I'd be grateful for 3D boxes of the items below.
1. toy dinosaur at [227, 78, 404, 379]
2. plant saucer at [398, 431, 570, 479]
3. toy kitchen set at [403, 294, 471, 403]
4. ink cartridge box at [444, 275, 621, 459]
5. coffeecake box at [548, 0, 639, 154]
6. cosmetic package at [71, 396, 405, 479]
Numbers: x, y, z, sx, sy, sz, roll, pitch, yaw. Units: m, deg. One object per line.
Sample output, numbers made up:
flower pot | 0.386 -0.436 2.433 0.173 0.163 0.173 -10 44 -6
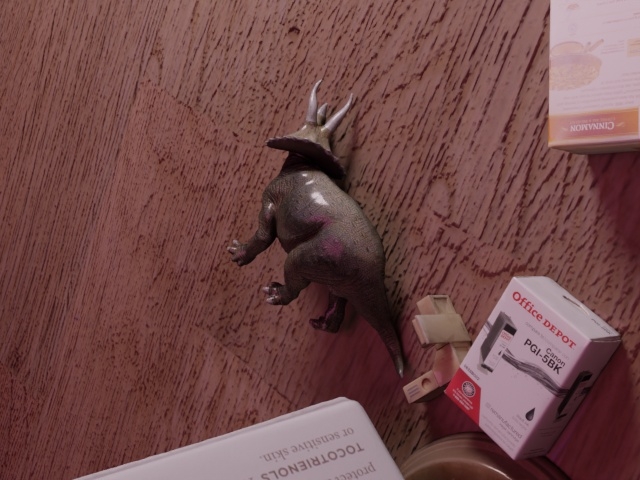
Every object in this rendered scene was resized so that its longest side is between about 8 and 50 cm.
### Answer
toy dinosaur | 0.000 0.000 1.089 0.160 0.121 0.313 -55 49 43
plant saucer | 0.145 0.320 0.991 0.278 0.041 0.277 -4 85 42
toy kitchen set | 0.096 0.106 1.027 0.075 0.068 0.083 -38 63 35
ink cartridge box | 0.188 0.112 0.949 0.099 0.056 0.135 43 116 37
coffeecake box | 0.268 -0.169 0.881 0.142 0.068 0.185 0 88 43
cosmetic package | -0.059 0.417 0.929 0.393 0.327 0.329 58 142 28
